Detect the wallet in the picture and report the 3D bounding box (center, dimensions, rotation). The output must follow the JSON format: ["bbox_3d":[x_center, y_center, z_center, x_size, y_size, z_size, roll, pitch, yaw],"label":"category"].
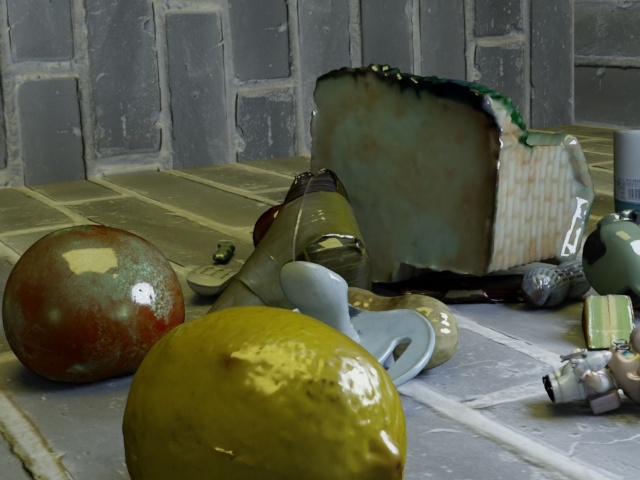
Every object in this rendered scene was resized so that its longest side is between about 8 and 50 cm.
[{"bbox_3d":[0.256,0.085,2.022,0.232,0.031,0.122,-2,10,2],"label":"wallet"}]

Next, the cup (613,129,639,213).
[{"bbox_3d":[0.705,-0.122,2.359,0.219,0.258,0.289,-5,12,-12],"label":"cup"}]

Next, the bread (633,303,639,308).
[{"bbox_3d":[0.526,0.086,1.920,0.081,0.046,0.083,0,11,0],"label":"bread"}]

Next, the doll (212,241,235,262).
[{"bbox_3d":[-0.206,0.026,2.422,0.037,0.027,0.125,5,12,2],"label":"doll"}]

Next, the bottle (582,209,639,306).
[{"bbox_3d":[0.590,0.026,1.837,0.347,0.168,0.168,-2,11,-22],"label":"bottle"}]

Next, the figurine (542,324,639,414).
[{"bbox_3d":[0.398,0.164,1.441,0.229,0.112,0.137,-15,3,4],"label":"figurine"}]

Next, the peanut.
[{"bbox_3d":[0.097,0.124,1.679,0.274,0.111,0.125,9,12,44],"label":"peanut"}]

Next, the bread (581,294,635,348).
[{"bbox_3d":[0.442,0.142,1.754,0.074,0.084,0.139,-1,-19,8],"label":"bread"}]

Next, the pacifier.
[{"bbox_3d":[0.006,0.117,1.517,0.279,0.207,0.227,5,32,36],"label":"pacifier"}]

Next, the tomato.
[{"bbox_3d":[-0.339,0.085,1.701,0.270,0.223,0.270,-5,14,1],"label":"tomato"}]

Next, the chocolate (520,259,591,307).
[{"bbox_3d":[0.405,0.074,1.947,0.167,0.072,0.072,-13,15,-39],"label":"chocolate"}]

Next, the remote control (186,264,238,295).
[{"bbox_3d":[-0.205,0.077,2.151,0.073,0.044,0.229,10,5,4],"label":"remote control"}]

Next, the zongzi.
[{"bbox_3d":[-0.085,0.020,1.954,0.317,0.154,0.289,-16,37,-1],"label":"zongzi"}]

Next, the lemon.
[{"bbox_3d":[-0.054,0.187,1.081,0.260,0.260,0.284,-14,39,-44],"label":"lemon"}]

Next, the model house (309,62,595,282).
[{"bbox_3d":[0.259,-0.123,2.122,0.445,0.395,0.400,7,7,43],"label":"model house"}]

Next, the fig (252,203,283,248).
[{"bbox_3d":[0.001,-0.002,2.290,0.274,0.146,0.170,5,4,-41],"label":"fig"}]
